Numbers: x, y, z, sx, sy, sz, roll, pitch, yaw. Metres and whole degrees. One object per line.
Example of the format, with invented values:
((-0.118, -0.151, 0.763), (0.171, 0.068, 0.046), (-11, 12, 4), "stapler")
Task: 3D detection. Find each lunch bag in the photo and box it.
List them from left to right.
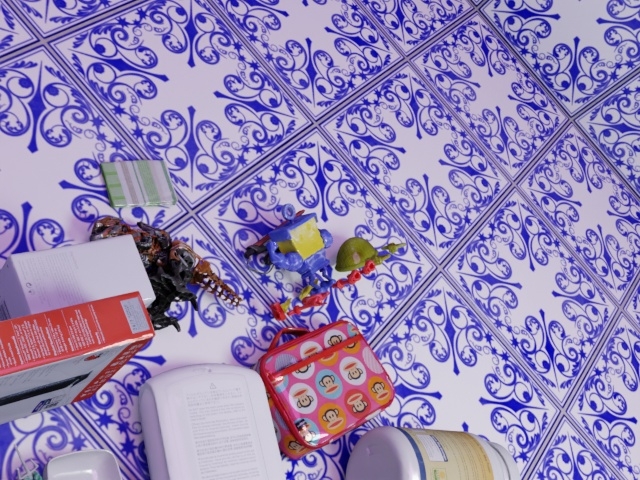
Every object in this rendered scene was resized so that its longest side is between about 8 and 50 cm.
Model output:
((-0.008, 0.295, 1.786), (0.293, 0.120, 0.258), (-20, 72, -41), "lunch bag")

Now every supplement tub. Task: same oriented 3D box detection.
((0.236, 0.507, 1.750), (0.316, 0.228, 0.228), (11, 58, -30), "supplement tub")

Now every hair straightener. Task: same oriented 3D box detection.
((-0.088, 0.012, 1.934), (0.089, 0.047, 0.230), (53, 45, 1), "hair straightener")

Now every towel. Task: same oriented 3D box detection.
((-0.392, -0.121, 1.820), (0.152, 0.023, 0.113), (-6, 66, -35), "towel")

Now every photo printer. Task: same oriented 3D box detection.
((-0.205, 0.383, 1.590), (0.256, 0.107, 0.307), (-1, 64, -34), "photo printer")

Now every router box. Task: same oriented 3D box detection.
((-0.469, 0.208, 1.354), (0.301, 0.335, 0.082), (-12, 72, -38), "router box")

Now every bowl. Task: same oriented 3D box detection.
((-0.408, 0.435, 1.441), (0.142, 0.053, 0.142), (4, 61, -47), "bowl")

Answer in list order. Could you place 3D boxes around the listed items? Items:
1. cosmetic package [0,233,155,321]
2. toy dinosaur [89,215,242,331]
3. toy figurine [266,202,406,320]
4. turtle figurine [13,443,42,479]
((-0.450, 0.111, 1.498), (0.224, 0.224, 0.138), (-14, 72, -39), "cosmetic package")
((-0.307, 0.056, 1.696), (0.322, 0.164, 0.218), (9, 40, -7), "toy dinosaur")
((0.000, 0.000, 1.879), (0.362, 0.191, 0.217), (-33, 98, -43), "toy figurine")
((-0.520, 0.424, 1.334), (0.175, 0.118, 0.234), (-25, 88, -60), "turtle figurine")
